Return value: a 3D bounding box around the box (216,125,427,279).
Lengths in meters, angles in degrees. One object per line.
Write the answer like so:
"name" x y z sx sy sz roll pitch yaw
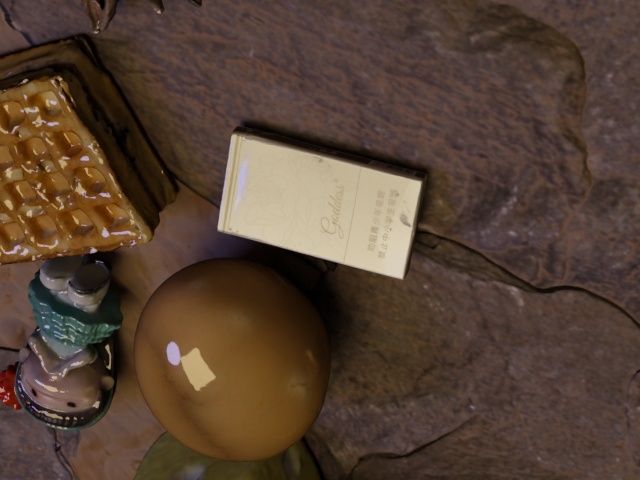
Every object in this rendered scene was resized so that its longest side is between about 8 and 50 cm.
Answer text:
"box" 0.000 -0.038 1.616 0.198 0.029 0.109 15 113 12

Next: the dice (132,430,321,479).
"dice" -0.105 0.307 1.887 0.169 0.169 0.166 -8 125 30

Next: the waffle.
"waffle" -0.326 -0.081 1.715 0.308 0.091 0.213 -10 123 30

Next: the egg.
"egg" -0.094 0.118 1.686 0.201 0.201 0.244 3 159 23

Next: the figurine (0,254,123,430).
"figurine" -0.289 0.109 1.855 0.138 0.110 0.245 27 132 15

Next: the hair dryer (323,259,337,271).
"hair dryer" 0.000 0.000 1.675 0.047 0.026 0.083 -4 130 29

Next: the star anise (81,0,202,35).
"star anise" -0.187 -0.268 1.508 0.182 0.065 0.195 21 130 1
